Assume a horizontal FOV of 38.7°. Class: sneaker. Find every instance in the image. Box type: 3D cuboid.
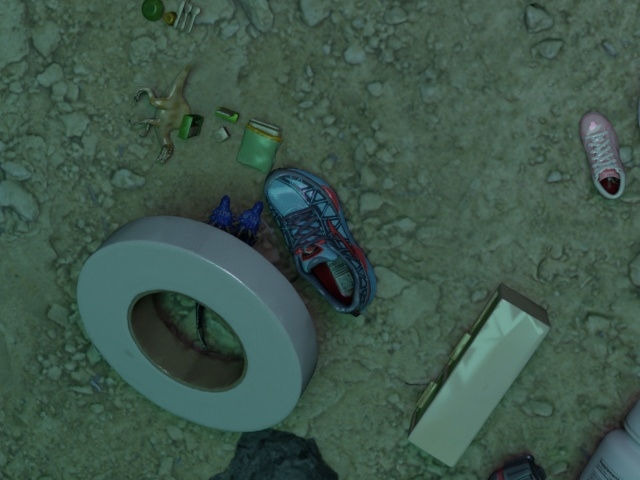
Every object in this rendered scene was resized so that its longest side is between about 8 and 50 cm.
[{"bbox_3d":[0.415,-0.122,1.331,0.051,0.070,0.134,-14,97,15],"label":"sneaker"},{"bbox_3d":[0.000,0.000,1.401,0.104,0.125,0.262,-35,93,14],"label":"sneaker"}]

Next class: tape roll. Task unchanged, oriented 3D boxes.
[{"bbox_3d":[-0.193,0.137,1.403,0.392,0.072,0.392,15,132,17],"label":"tape roll"}]

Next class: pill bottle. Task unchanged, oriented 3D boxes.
[{"bbox_3d":[0.470,0.388,1.376,0.160,0.160,0.283,28,105,4],"label":"pill bottle"}]

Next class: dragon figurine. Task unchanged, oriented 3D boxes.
[{"bbox_3d":[-0.168,0.048,1.432,0.085,0.144,0.289,29,105,4],"label":"dragon figurine"}]

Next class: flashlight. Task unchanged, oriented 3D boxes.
[{"bbox_3d":[0.221,0.445,1.469,0.304,0.103,0.103,-26,126,18],"label":"flashlight"}]

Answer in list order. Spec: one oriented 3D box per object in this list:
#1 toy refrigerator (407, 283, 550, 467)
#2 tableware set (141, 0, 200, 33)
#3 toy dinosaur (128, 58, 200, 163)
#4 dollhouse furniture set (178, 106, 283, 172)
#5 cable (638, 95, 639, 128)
[{"bbox_3d":[0.239,0.205,1.412,0.094,0.102,0.269,31,105,3],"label":"toy refrigerator"},{"bbox_3d":[-0.219,-0.406,1.415,0.104,0.024,0.154,24,106,8],"label":"tableware set"},{"bbox_3d":[-0.249,-0.218,1.451,0.092,0.053,0.183,16,112,-9],"label":"toy dinosaur"},{"bbox_3d":[-0.140,-0.162,1.429,0.151,0.058,0.076,21,104,6],"label":"dollhouse furniture set"},{"bbox_3d":[0.578,-0.191,1.259,0.257,0.089,0.257,33,96,8],"label":"cable"}]
